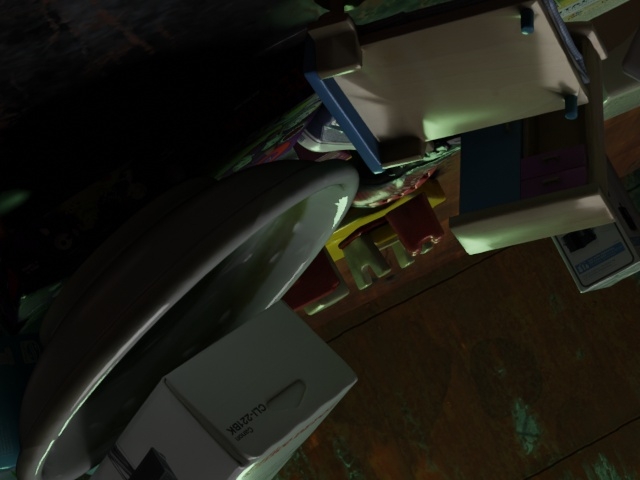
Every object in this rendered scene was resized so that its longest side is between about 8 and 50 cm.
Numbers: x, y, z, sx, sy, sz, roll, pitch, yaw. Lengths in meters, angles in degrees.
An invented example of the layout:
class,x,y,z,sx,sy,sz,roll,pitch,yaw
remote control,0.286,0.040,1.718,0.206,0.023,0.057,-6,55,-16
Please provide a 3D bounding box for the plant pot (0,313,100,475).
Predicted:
class,x,y,z,sx,sy,sz,roll,pitch,yaw
plant pot,-0.232,0.100,1.640,0.247,0.247,0.252,-30,154,25

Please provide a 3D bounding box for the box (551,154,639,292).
class,x,y,z,sx,sy,sz,roll,pitch,yaw
box,0.328,-0.081,1.988,0.087,0.290,0.169,-31,169,21

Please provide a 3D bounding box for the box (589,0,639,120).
class,x,y,z,sx,sy,sz,roll,pitch,yaw
box,0.406,-0.243,1.799,0.311,0.121,0.148,-23,171,-23

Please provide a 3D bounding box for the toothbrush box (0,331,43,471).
class,x,y,z,sx,sy,sz,roll,pitch,yaw
toothbrush box,-0.409,0.171,1.345,0.216,0.126,0.295,-16,172,28

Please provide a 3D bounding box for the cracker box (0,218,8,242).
class,x,y,z,sx,sy,sz,roll,pitch,yaw
cracker box,-0.392,0.033,1.293,0.232,0.067,0.156,-23,171,-24

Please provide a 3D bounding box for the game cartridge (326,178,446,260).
class,x,y,z,sx,sy,sz,roll,pitch,yaw
game cartridge,0.031,-0.019,2.323,0.285,0.052,0.324,-29,174,15

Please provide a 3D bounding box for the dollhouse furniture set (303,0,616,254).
class,x,y,z,sx,sy,sz,roll,pitch,yaw
dollhouse furniture set,0.172,-0.170,1.246,0.286,0.198,0.303,-14,142,24

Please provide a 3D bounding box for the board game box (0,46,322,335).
class,x,y,z,sx,sy,sz,roll,pitch,yaw
board game box,-0.149,-0.045,1.402,0.347,0.056,0.208,-35,179,-20

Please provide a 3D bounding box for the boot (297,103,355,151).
class,x,y,z,sx,sy,sz,roll,pitch,yaw
boot,0.058,-0.139,1.582,0.190,0.069,0.086,-16,160,-50

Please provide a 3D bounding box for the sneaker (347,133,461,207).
class,x,y,z,sx,sy,sz,roll,pitch,yaw
sneaker,0.118,-0.127,1.734,0.276,0.097,0.135,-31,171,18

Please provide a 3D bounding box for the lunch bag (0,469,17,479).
class,x,y,z,sx,sy,sz,roll,pitch,yaw
lunch bag,-0.482,0.282,1.599,0.385,0.327,0.239,-20,-178,-39

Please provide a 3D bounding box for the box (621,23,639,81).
class,x,y,z,sx,sy,sz,roll,pitch,yaw
box,0.393,-0.239,1.062,0.215,0.168,0.345,-10,129,-51

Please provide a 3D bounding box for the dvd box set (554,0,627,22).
class,x,y,z,sx,sy,sz,roll,pitch,yaw
dvd box set,0.282,-0.292,1.345,0.308,0.062,0.420,-27,172,6

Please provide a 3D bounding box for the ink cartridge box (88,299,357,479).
class,x,y,z,sx,sy,sz,roll,pitch,yaw
ink cartridge box,-0.113,0.207,1.461,0.197,0.114,0.273,-32,165,-51

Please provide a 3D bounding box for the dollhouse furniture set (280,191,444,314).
class,x,y,z,sx,sy,sz,roll,pitch,yaw
dollhouse furniture set,0.000,0.000,2.003,0.374,0.152,0.201,-25,173,-35

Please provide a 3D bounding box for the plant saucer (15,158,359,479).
class,x,y,z,sx,sy,sz,roll,pitch,yaw
plant saucer,-0.137,0.050,1.341,0.400,0.100,0.400,-43,171,-9

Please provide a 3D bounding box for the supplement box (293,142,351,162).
class,x,y,z,sx,sy,sz,roll,pitch,yaw
supplement box,-0.004,-0.107,1.640,0.043,0.055,0.083,-29,172,10
